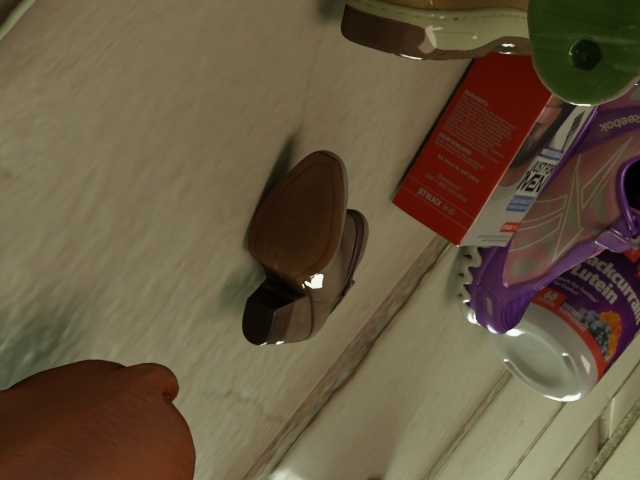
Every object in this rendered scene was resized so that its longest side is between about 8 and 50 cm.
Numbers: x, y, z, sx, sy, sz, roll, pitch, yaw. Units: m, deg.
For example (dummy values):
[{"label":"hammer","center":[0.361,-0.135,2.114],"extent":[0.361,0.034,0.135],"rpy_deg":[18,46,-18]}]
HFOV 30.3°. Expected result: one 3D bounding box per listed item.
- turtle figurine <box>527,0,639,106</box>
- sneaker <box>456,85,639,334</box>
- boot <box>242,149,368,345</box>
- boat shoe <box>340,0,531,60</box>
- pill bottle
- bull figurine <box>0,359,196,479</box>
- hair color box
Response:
[{"label":"turtle figurine","center":[0.202,-0.144,0.499],"extent":[0.275,0.198,0.266],"rpy_deg":[-43,178,34]},{"label":"sneaker","center":[0.182,-0.017,0.838],"extent":[0.095,0.105,0.236],"rpy_deg":[-25,146,-54]},{"label":"boot","center":[0.000,0.000,0.579],"extent":[0.087,0.042,0.118],"rpy_deg":[-31,150,-58]},{"label":"boat shoe","center":[0.081,-0.123,0.529],"extent":[0.190,0.068,0.072],"rpy_deg":[-21,125,-57]},{"label":"pill bottle","center":[0.247,0.043,1.059],"extent":[0.193,0.108,0.108],"rpy_deg":[-43,156,-27]},{"label":"bull figurine","center":[-0.156,0.131,0.363],"extent":[0.310,0.101,0.188],"rpy_deg":[-18,142,-54]},{"label":"hair color box","center":[0.118,-0.078,0.682],"extent":[0.167,0.053,0.093],"rpy_deg":[-61,157,13]}]
